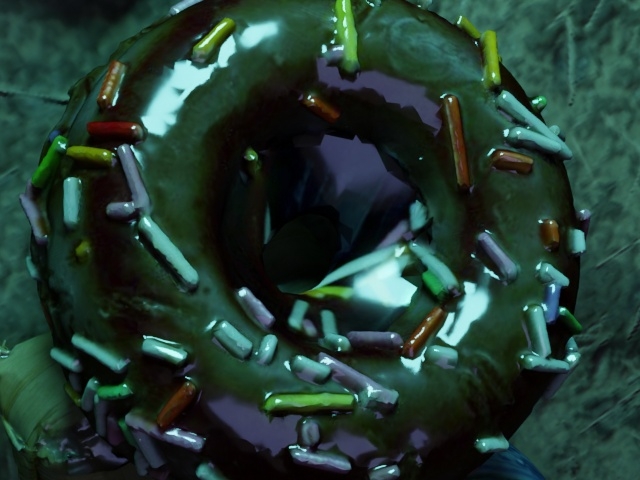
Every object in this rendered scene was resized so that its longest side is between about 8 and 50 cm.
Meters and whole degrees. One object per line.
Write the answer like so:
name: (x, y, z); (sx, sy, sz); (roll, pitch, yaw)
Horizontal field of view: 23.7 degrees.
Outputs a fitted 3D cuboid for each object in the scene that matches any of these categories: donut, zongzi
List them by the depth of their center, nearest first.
donut: (0.000, 0.000, 0.689); (0.269, 0.103, 0.270); (4, 78, -17)
zongzi: (-0.061, 0.095, 0.795); (0.194, 0.099, 0.197); (-32, 139, -18)

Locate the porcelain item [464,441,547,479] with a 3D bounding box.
porcelain item: (0.078, 0.188, 0.852); (0.147, 0.114, 0.147); (-5, 108, -17)
